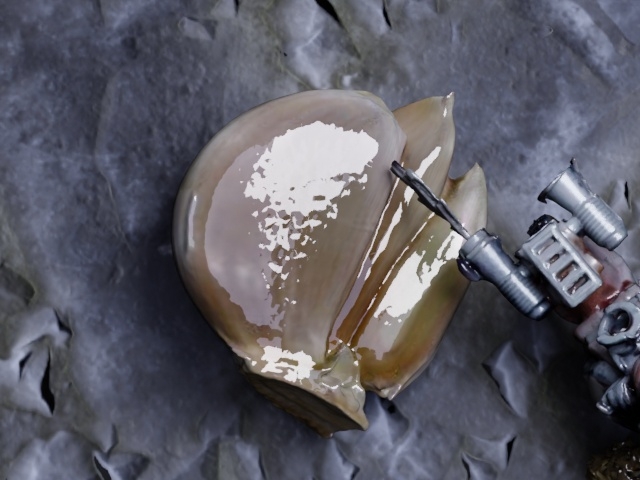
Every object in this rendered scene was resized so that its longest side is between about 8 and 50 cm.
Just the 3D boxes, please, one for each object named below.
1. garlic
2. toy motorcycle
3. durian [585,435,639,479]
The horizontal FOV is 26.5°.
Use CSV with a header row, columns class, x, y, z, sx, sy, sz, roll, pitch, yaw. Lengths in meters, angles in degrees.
class,x,y,z,sx,sy,sz,roll,pitch,yaw
garlic,0.001,0.000,1.227,0.279,0.132,0.325,24,76,-20
toy motorcycle,0.233,0.048,1.156,0.134,0.207,0.401,-42,83,12
durian,0.308,0.275,1.215,0.196,0.167,0.196,-3,104,-13
